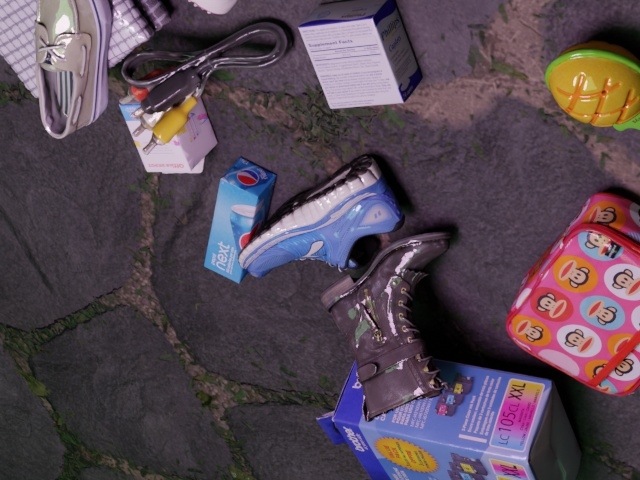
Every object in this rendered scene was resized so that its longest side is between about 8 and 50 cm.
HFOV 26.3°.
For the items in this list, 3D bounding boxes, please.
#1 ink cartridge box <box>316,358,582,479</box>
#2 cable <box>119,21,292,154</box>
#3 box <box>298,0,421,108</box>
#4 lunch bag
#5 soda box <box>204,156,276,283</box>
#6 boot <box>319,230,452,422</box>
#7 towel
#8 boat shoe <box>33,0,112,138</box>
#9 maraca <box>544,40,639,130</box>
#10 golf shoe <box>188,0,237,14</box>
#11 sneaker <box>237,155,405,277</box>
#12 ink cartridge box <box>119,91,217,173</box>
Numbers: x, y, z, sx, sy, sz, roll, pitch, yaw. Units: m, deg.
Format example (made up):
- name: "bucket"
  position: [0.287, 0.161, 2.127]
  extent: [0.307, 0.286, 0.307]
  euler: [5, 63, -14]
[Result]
- name: "ink cartridge box"
  position: [0.196, 0.313, 2.212]
  extent: [0.396, 0.151, 0.270]
  euler: [10, 150, 29]
- name: "cable"
  position: [-0.179, -0.254, 2.038]
  extent: [0.287, 0.072, 0.139]
  euler: [-30, 73, 9]
- name: "box"
  position: [0.057, -0.262, 1.914]
  extent: [0.126, 0.072, 0.137]
  euler: [-1, 126, 34]
- name: "lunch bag"
  position: [0.428, 0.090, 1.947]
  extent: [0.258, 0.120, 0.293]
  euler: [30, 139, 2]
- name: "soda box"
  position: [-0.132, -0.031, 2.242]
  extent: [0.071, 0.067, 0.210]
  euler: [27, 137, 11]
- name: "boot"
  position: [0.135, 0.131, 2.085]
  extent: [0.263, 0.091, 0.229]
  euler: [-35, 71, 26]
- name: "towel"
  position: [-0.391, -0.364, 2.093]
  extent: [0.284, 0.121, 0.235]
  euler: [-21, 114, 41]
- name: "boat shoe"
  position: [-0.367, -0.279, 1.996]
  extent: [0.109, 0.094, 0.302]
  euler: [16, 134, 18]
- name: "maraca"
  position: [0.372, -0.191, 1.753]
  extent: [0.186, 0.099, 0.127]
  euler: [27, 152, -26]
- name: "golf shoe"
  position: [-0.197, -0.418, 1.854]
  extent: [0.140, 0.115, 0.306]
  euler: [-30, 148, 33]
- name: "sneaker"
  position: [0.000, 0.000, 2.137]
  extent: [0.330, 0.130, 0.147]
  euler: [-28, 105, 44]
- name: "ink cartridge box"
  position: [-0.236, -0.176, 2.168]
  extent: [0.092, 0.090, 0.143]
  euler: [3, 127, 32]
